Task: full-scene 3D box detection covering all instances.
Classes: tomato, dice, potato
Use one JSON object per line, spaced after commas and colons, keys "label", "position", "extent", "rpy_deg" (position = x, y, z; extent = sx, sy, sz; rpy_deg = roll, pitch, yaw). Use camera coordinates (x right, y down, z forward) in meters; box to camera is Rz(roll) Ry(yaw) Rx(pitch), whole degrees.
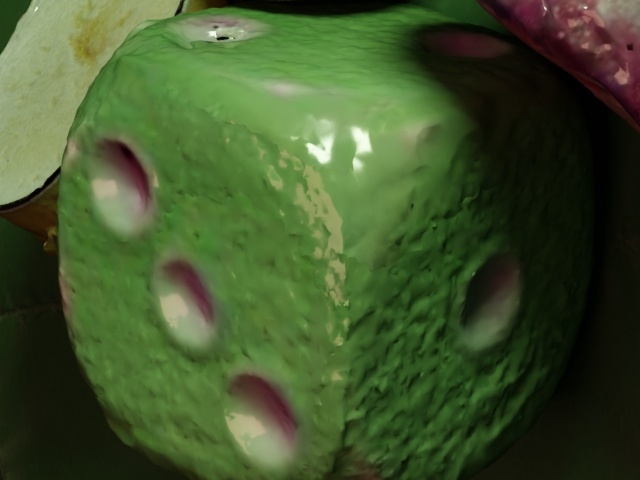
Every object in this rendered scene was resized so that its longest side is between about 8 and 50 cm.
{"label": "tomato", "position": [0.180, -0.199, 1.130], "extent": [0.289, 0.335, 0.176], "rpy_deg": [40, 102, 7]}
{"label": "dice", "position": [0.000, 0.000, 1.327], "extent": [0.330, 0.318, 0.322], "rpy_deg": [22, 118, 37]}
{"label": "potato", "position": [-0.154, -0.122, 1.536], "extent": [0.299, 0.196, 0.246], "rpy_deg": [-50, 41, 12]}
